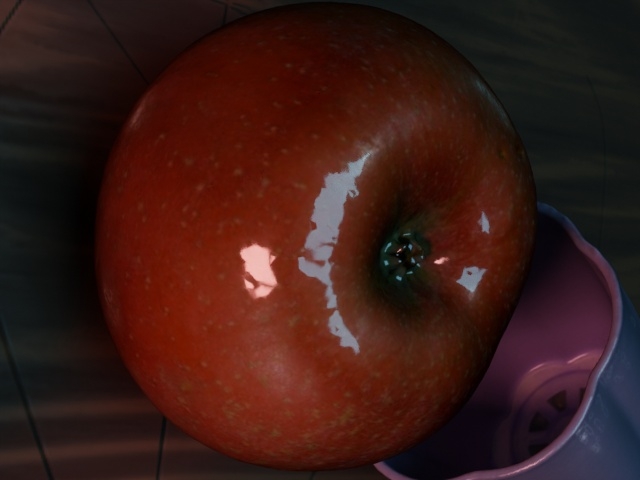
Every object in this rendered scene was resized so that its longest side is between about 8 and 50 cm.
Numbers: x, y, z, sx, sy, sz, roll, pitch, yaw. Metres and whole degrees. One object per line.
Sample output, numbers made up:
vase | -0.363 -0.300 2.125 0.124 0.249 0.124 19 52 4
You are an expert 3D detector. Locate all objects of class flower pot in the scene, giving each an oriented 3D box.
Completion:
flower pot | 0.181 0.127 1.162 0.243 0.265 0.265 38 72 -48

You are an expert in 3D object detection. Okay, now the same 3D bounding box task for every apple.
apple | 0.000 0.000 0.969 0.348 0.277 0.349 -5 98 -37
